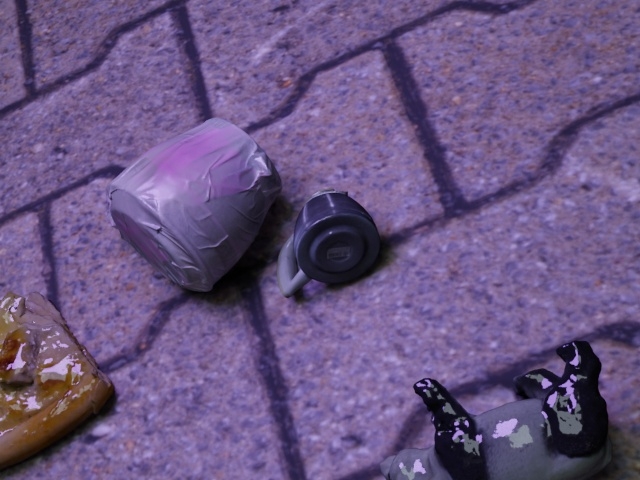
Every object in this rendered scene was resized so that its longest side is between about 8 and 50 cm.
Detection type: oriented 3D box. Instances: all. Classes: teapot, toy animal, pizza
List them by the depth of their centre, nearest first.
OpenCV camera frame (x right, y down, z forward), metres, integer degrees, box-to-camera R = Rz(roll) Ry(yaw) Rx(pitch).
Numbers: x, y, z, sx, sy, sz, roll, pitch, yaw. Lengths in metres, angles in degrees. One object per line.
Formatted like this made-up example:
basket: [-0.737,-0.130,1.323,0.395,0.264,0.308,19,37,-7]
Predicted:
toy animal: [0.157,0.180,0.989,0.225,0.094,0.121,-17,62,14]
teapot: [-0.002,-0.007,1.186,0.124,0.092,0.090,-21,36,4]
teapot: [-0.139,-0.043,1.260,0.163,0.221,0.178,45,71,0]
pizza: [-0.394,0.162,1.267,0.324,0.089,0.223,-21,56,12]
